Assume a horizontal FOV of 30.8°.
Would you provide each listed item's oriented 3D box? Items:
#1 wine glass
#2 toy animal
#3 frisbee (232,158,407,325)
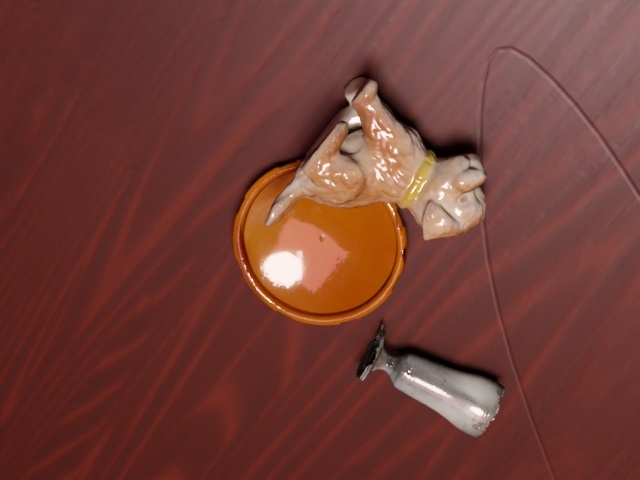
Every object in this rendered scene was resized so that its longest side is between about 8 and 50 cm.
[{"bbox_3d":[0.122,0.158,1.303,0.155,0.072,0.072,25,120,0],"label":"wine glass"},{"bbox_3d":[0.064,-0.043,1.178,0.185,0.104,0.184,34,101,-14],"label":"toy animal"},{"bbox_3d":[0.000,0.000,1.265,0.192,0.035,0.192,3,110,8],"label":"frisbee"}]
